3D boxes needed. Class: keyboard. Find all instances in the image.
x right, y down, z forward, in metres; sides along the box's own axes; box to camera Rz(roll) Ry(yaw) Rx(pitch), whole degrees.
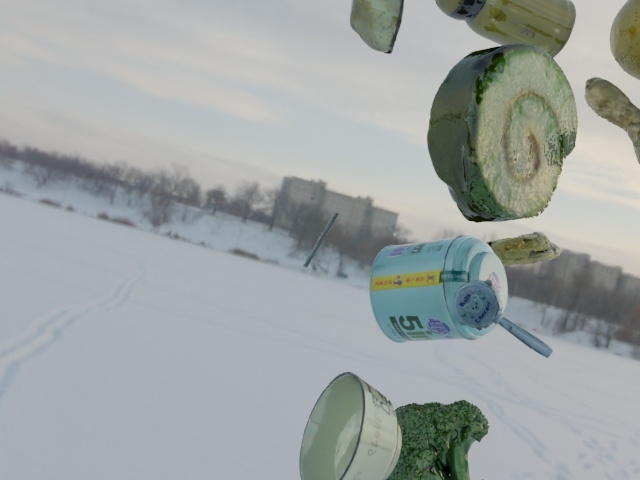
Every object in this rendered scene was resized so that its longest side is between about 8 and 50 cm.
[{"bbox_3d":[0.001,0.000,2.050,0.014,0.176,0.055,31,-8,-5],"label":"keyboard"}]

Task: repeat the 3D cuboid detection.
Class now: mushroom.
[{"bbox_3d":[0.177,-0.737,2.328,0.164,0.266,0.189,10,-12,0],"label":"mushroom"}]

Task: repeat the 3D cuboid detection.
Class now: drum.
[{"bbox_3d":[0.417,0.204,1.731,0.253,0.130,0.049,50,24,13],"label":"drum"}]

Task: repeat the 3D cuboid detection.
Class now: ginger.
[{"bbox_3d":[0.815,-0.236,1.728,0.363,0.122,0.348,24,39,-14],"label":"ginger"}]

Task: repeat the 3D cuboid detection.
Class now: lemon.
[{"bbox_3d":[0.905,-0.556,1.951,0.258,0.257,0.310,15,27,2],"label":"lemon"}]

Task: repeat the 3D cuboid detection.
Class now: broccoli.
[{"bbox_3d":[0.239,0.542,1.743,0.321,0.413,0.310,21,23,-17],"label":"broccoli"}]

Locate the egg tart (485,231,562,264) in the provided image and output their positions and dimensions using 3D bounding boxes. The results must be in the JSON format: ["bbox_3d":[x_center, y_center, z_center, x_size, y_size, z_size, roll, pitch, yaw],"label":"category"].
[{"bbox_3d":[0.637,0.027,2.374,0.279,0.094,0.279,-7,2,0],"label":"egg tart"}]

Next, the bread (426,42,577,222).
[{"bbox_3d":[0.392,-0.223,1.545,0.382,0.366,0.129,-12,10,-36],"label":"bread"}]

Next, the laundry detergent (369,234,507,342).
[{"bbox_3d":[0.338,0.135,2.019,0.305,0.287,0.287,-8,-17,38],"label":"laundry detergent"}]

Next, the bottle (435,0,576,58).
[{"bbox_3d":[0.451,-0.589,1.839,0.351,0.171,0.171,19,-3,-17],"label":"bottle"}]

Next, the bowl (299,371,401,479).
[{"bbox_3d":[0.067,0.381,1.385,0.126,0.237,0.238,26,-6,-20],"label":"bowl"}]
